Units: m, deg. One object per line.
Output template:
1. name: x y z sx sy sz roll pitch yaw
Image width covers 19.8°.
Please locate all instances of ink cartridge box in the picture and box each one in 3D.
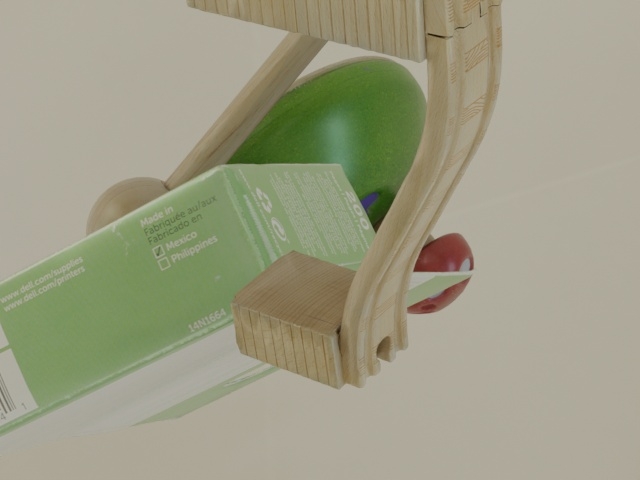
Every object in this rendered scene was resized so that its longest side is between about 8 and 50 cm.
1. ink cartridge box: -0.051 0.029 0.734 0.171 0.235 0.056 -27 83 20

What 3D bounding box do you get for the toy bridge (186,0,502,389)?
1. toy bridge: 0.004 -0.051 0.355 0.063 0.026 0.188 18 128 33

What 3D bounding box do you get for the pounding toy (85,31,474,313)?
1. pounding toy: 0.000 0.000 0.921 0.110 0.183 0.237 50 -177 18
